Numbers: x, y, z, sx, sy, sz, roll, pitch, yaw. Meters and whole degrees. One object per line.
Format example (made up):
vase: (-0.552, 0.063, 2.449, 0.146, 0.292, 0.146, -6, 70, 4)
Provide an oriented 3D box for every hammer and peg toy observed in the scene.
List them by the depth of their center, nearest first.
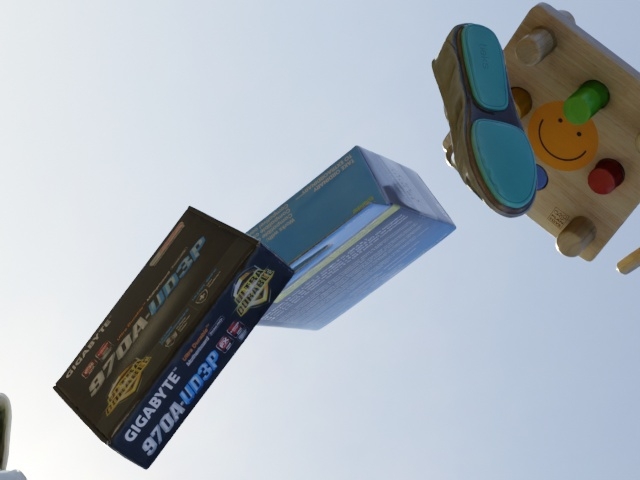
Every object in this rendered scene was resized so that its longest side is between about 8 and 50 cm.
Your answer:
hammer and peg toy: (0.347, -0.094, 1.860, 0.127, 0.361, 0.266, -41, 167, -50)

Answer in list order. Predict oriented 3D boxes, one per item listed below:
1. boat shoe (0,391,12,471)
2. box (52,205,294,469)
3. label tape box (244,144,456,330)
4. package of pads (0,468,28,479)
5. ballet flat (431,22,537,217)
boat shoe: (-0.433, 0.296, 1.817, 0.084, 0.095, 0.258, -28, -135, 29)
box: (-0.137, 0.083, 1.346, 0.220, 0.051, 0.175, -53, -152, -6)
label tape box: (0.000, 0.000, 1.792, 0.240, 0.333, 0.106, -37, -107, 14)
package of pads: (-0.360, 0.378, 1.494, 0.101, 0.229, 0.296, -44, -120, 33)
ballet flat: (0.139, -0.094, 1.286, 0.068, 0.072, 0.213, -52, -144, 47)
